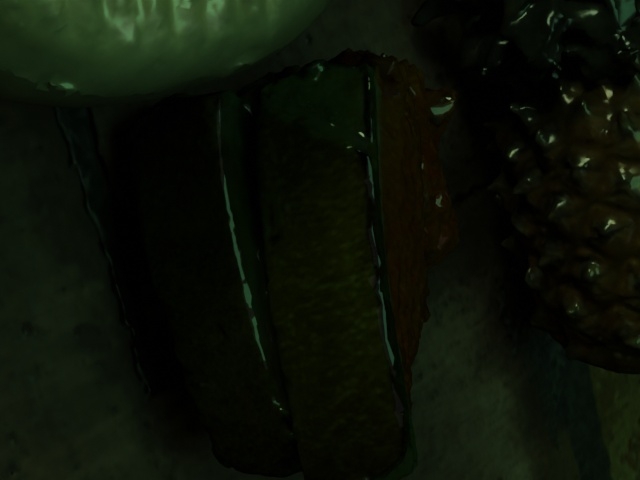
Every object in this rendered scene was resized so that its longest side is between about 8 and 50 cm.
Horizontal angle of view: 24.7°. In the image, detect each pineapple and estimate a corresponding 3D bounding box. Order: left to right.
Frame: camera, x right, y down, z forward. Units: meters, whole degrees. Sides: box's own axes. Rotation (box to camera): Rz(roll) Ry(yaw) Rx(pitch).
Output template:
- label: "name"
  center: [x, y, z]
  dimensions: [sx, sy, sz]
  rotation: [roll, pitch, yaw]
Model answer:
- label: "pineapple"
  center: [0.143, -0.103, 0.782]
  dimensions: [0.169, 0.169, 0.340]
  rotation: [-38, 113, -43]

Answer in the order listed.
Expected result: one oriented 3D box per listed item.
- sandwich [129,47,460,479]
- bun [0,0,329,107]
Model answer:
- label: "sandwich"
  center: [0.001, 0.009, 0.659]
  dimensions: [0.160, 0.109, 0.184]
  rotation: [-14, 97, -69]
- label: "bun"
  center: [-0.098, -0.186, 0.517]
  dimensions: [0.287, 0.146, 0.287]
  rotation: [-3, 95, -35]
